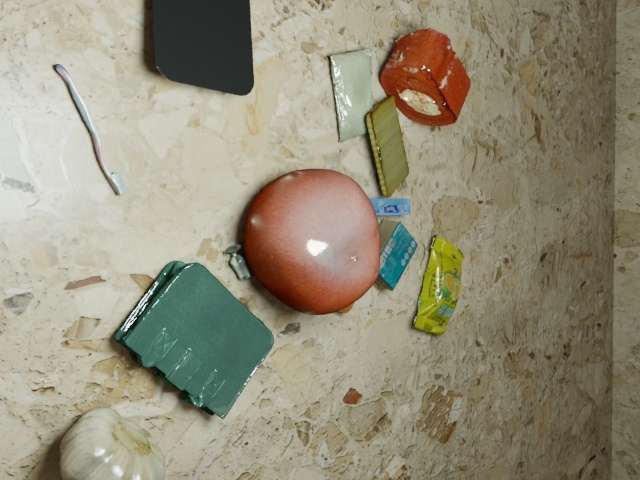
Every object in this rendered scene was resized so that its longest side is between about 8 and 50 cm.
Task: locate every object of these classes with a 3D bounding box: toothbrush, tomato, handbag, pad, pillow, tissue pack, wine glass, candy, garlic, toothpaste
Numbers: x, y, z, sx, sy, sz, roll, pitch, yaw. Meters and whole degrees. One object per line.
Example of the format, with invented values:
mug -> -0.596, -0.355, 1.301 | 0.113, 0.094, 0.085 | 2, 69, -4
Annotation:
toothbrush -> -0.440, -0.209, 1.188 | 0.027, 0.021, 0.269 | -45, 123, -45
tomato -> 0.000, 0.000, 1.431 | 0.342, 0.273, 0.341 | -3, 97, -27
handbag -> -0.266, 0.217, 1.351 | 0.238, 0.089, 0.326 | -55, 128, -23
pad -> -0.239, -0.496, 1.343 | 0.315, 0.063, 0.375 | 2, 83, -42
pillow -> 0.092, -0.387, 1.641 | 0.148, 0.050, 0.229 | -20, 108, -34
tissue pack -> 0.190, 0.040, 1.751 | 0.120, 0.082, 0.169 | 48, 63, -36
wine glass -> -0.188, 0.051, 1.433 | 0.042, 0.039, 0.083 | -26, 117, -6
candy -> 0.373, 0.147, 1.932 | 0.187, 0.081, 0.297 | 26, 77, -43
garlic -> -0.425, 0.453, 1.187 | 0.212, 0.218, 0.218 | -45, 128, 5
toothpaste -> 0.137, -0.091, 1.699 | 0.272, 0.066, 0.053 | -3, 96, -42

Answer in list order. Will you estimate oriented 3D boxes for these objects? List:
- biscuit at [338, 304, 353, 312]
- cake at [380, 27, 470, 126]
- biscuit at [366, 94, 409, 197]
biscuit -> 0.029, 0.089, 1.641 | 0.186, 0.036, 0.192 | 17, 83, -40
cake -> 0.292, -0.452, 1.733 | 0.283, 0.177, 0.150 | 41, 67, -43
biscuit -> 0.187, -0.264, 1.719 | 0.172, 0.029, 0.254 | -47, 131, -47
